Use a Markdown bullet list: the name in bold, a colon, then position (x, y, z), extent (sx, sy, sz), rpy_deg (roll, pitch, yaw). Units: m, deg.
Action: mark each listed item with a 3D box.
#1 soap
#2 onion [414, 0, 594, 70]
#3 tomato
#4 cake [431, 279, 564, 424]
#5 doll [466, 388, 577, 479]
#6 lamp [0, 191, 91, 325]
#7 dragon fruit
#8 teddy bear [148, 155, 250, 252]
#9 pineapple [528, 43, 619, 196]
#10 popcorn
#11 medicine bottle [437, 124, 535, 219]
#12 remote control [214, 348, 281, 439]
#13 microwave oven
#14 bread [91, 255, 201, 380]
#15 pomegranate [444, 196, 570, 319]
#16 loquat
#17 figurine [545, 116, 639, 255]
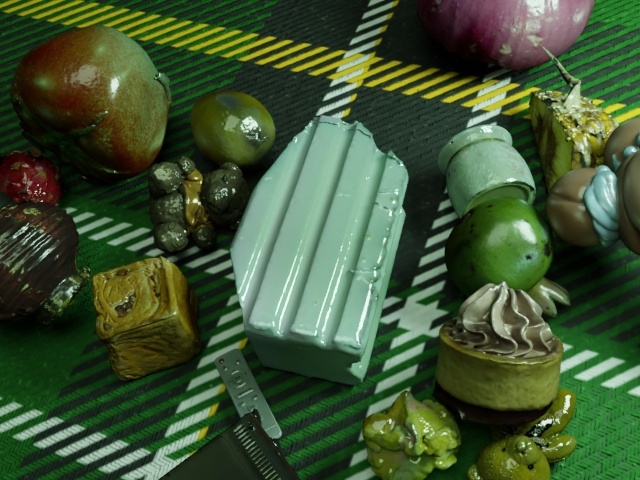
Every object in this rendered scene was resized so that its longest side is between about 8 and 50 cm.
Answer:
- **soap**: position (0.000, 0.000, 1.342), extent (0.261, 0.156, 0.446), rpy_deg (9, 60, 13)
- **onion**: position (0.366, -0.527, 1.548), extent (0.358, 0.344, 0.358), rpy_deg (-3, 24, 2)
- **tomato**: position (-0.424, -0.265, 1.480), extent (0.304, 0.303, 0.239), rpy_deg (22, 65, 19)
- **cake**: position (0.267, 0.154, 1.162), extent (0.185, 0.178, 0.208), rpy_deg (11, 26, 32)
- **doll**: position (0.310, 0.293, 1.162), extent (0.137, 0.097, 0.209), rpy_deg (18, 57, 23)
- **lamp**: position (-0.519, 0.041, 1.345), extent (0.247, 0.247, 0.247), rpy_deg (-3, 58, 5)
- **dragon fruit**: position (-0.564, -0.114, 1.503), extent (0.133, 0.136, 0.166), rpy_deg (-13, 22, -37)
- **teddy bear**: position (-0.224, -0.070, 1.438), extent (0.190, 0.140, 0.177), rpy_deg (-11, 90, -11)
- **pineapple**: position (0.483, -0.185, 1.398), extent (0.161, 0.158, 0.334), rpy_deg (-5, 57, 4)
- **popcorn**: position (0.137, 0.299, 1.168), extent (0.145, 0.126, 0.125), rpy_deg (-9, 31, 19)
- **medicine bottle**: position (0.294, -0.113, 1.383), extent (0.147, 0.147, 0.143), rpy_deg (-15, 55, -2)
- **remote control**: position (-0.120, 0.259, 1.274), extent (0.050, 0.027, 0.184), rpy_deg (-25, 54, -11)
- **microwave oven**: position (-0.129, 0.399, 1.096), extent (0.247, 0.188, 0.178), rpy_deg (-36, 55, -10)
- **bread**: position (-0.292, 0.130, 1.305), extent (0.158, 0.143, 0.149), rpy_deg (-11, 51, 0)
- **pomegranate**: position (0.315, 0.039, 1.280), extent (0.187, 0.187, 0.225), rpy_deg (-42, 91, -18)
- **loquat**: position (-0.176, -0.221, 1.510), extent (0.152, 0.152, 0.195), rpy_deg (-42, 51, -18)
- **figurine**: position (0.575, -0.007, 1.198), extent (0.277, 0.248, 0.388), rpy_deg (-39, 91, -22)
